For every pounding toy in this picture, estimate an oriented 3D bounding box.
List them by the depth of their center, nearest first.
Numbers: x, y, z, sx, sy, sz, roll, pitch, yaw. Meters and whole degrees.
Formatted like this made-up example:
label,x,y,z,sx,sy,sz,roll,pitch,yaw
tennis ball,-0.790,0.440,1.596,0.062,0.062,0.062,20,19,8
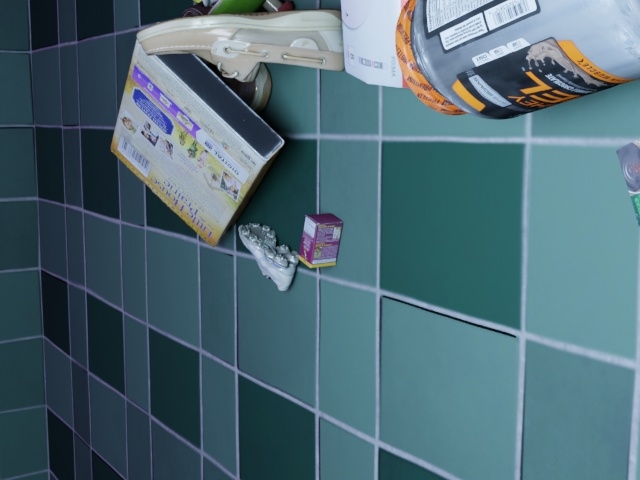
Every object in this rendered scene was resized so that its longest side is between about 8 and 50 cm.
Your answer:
label,x,y,z,sx,sy,sz,roll,pitch,yaw
pounding toy,-0.133,-0.395,1.592,0.110,0.237,0.183,42,176,-9

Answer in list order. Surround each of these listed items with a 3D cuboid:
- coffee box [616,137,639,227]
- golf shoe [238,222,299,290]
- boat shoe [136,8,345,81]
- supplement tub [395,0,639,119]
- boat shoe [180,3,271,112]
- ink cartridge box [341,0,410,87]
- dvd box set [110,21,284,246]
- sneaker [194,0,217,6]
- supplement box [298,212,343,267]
label,x,y,z,sx,sy,sz,roll,pitch,yaw
coffee box,0.394,-0.078,0.894,0.184,0.040,0.113,-30,69,55
golf shoe,-0.107,0.031,1.675,0.176,0.069,0.086,44,136,47
boat shoe,-0.128,-0.313,1.438,0.121,0.341,0.110,-76,-17,-77
supplement tub,0.244,-0.250,0.952,0.338,0.207,0.207,-11,85,58
boat shoe,-0.220,-0.368,1.739,0.342,0.123,0.123,56,138,37
ink cartridge box,0.096,-0.310,1.252,0.232,0.066,0.189,-130,32,-60
dvd box set,-0.248,-0.178,1.668,0.307,0.062,0.420,44,151,2
sneaker,-0.166,-0.593,1.652,0.147,0.145,0.384,50,141,-4
supplement box,0.000,0.000,1.510,0.043,0.055,0.083,37,123,50
